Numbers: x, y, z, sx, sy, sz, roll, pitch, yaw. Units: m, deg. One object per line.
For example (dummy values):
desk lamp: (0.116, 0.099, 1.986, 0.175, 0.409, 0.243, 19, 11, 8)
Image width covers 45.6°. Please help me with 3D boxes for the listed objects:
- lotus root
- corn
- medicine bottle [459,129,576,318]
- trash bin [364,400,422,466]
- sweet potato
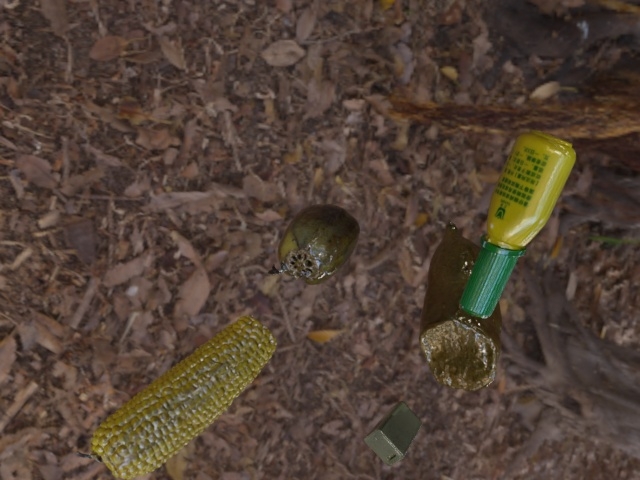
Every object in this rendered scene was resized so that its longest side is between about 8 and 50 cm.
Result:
lotus root: (0.000, 0.000, 1.384, 0.123, 0.124, 0.241, -64, 174, 26)
corn: (-0.188, 0.224, 1.065, 0.310, 0.101, 0.101, -36, 126, -25)
medicine bottle: (0.300, -0.022, 1.201, 0.076, 0.111, 0.308, 14, 104, -32)
trash bin: (0.121, 0.311, 1.232, 0.043, 0.061, 0.092, -47, 173, 36)
sweet potato: (0.283, 0.119, 1.520, 0.369, 0.158, 0.157, -78, 149, -41)
